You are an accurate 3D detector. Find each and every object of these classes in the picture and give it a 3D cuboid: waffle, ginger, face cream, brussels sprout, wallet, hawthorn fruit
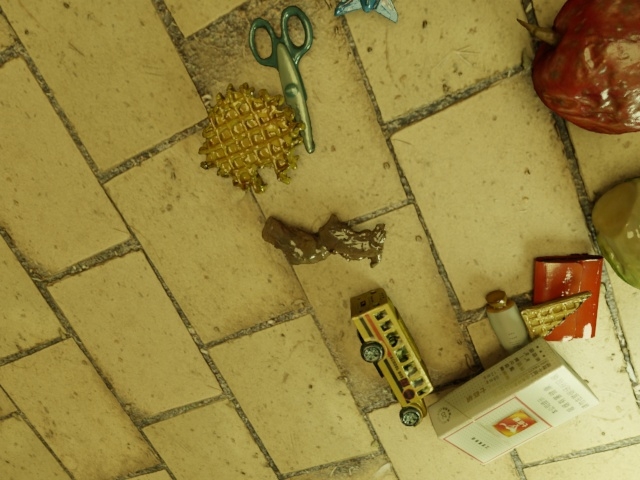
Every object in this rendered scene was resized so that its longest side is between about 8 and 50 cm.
[{"bbox_3d":[0.539,0.174,0.915,0.153,0.023,0.097,-24,103,21],"label":"waffle"},{"bbox_3d":[0.002,0.000,0.933,0.290,0.084,0.122,4,116,6],"label":"ginger"},{"bbox_3d":[-0.152,-0.216,0.881,0.229,0.051,0.231,25,119,7],"label":"waffle"},{"bbox_3d":[0.448,0.204,0.969,0.072,0.051,0.182,-24,105,20],"label":"face cream"},{"bbox_3d":[0.699,-0.015,0.780,0.295,0.227,0.259,19,95,8],"label":"brussels sprout"},{"bbox_3d":[0.564,0.134,0.935,0.142,0.045,0.204,-3,108,9],"label":"wallet"},{"bbox_3d":[0.503,-0.307,0.693,0.262,0.258,0.258,-2,111,-23],"label":"hawthorn fruit"}]

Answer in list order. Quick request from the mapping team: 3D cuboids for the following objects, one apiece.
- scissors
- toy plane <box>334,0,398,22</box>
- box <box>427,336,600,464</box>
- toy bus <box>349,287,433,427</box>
[{"bbox_3d":[-0.057,-0.324,0.851,0.138,0.041,0.289,-11,107,16],"label":"scissors"},{"bbox_3d":[0.100,-0.546,0.725,0.254,0.105,0.271,8,108,3],"label":"toy plane"},{"bbox_3d":[0.457,0.397,0.981,0.330,0.095,0.210,-40,118,19],"label":"box"},{"bbox_3d":[0.181,0.285,0.994,0.123,0.121,0.335,-28,103,7],"label":"toy bus"}]
